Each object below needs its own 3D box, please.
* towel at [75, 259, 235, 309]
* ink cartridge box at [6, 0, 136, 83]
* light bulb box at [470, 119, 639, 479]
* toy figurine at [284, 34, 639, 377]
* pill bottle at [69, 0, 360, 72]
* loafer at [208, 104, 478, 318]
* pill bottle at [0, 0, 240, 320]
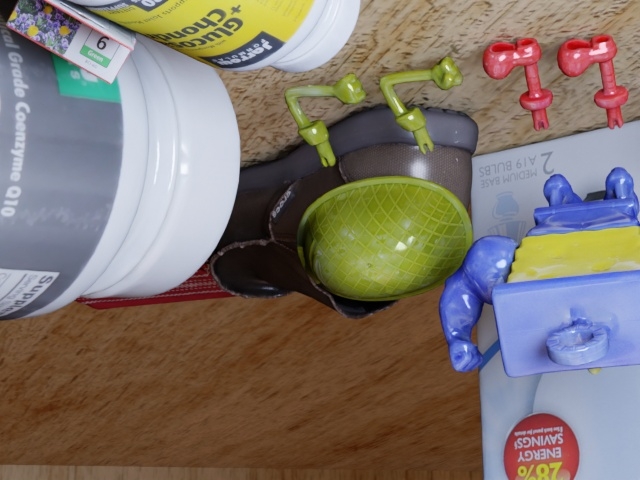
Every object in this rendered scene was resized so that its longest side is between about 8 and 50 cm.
[{"bbox_3d":[-0.206,0.018,1.752,0.199,0.031,0.275,-7,163,28],"label":"towel"},{"bbox_3d":[-0.128,-0.109,0.974,0.063,0.029,0.115,29,-172,-11],"label":"ink cartridge box"},{"bbox_3d":[0.322,0.097,1.455,0.358,0.361,0.225,-13,162,35],"label":"light bulb box"},{"bbox_3d":[0.138,0.001,1.216,0.363,0.217,0.191,-5,122,12],"label":"toy figurine"},{"bbox_3d":[-0.058,-0.147,0.980,0.103,0.103,0.184,-11,163,32],"label":"pill bottle"},{"bbox_3d":[0.000,0.000,1.500,0.134,0.130,0.366,5,164,-23],"label":"loafer"},{"bbox_3d":[-0.230,-0.057,1.080,0.204,0.204,0.361,-14,169,40],"label":"pill bottle"}]
